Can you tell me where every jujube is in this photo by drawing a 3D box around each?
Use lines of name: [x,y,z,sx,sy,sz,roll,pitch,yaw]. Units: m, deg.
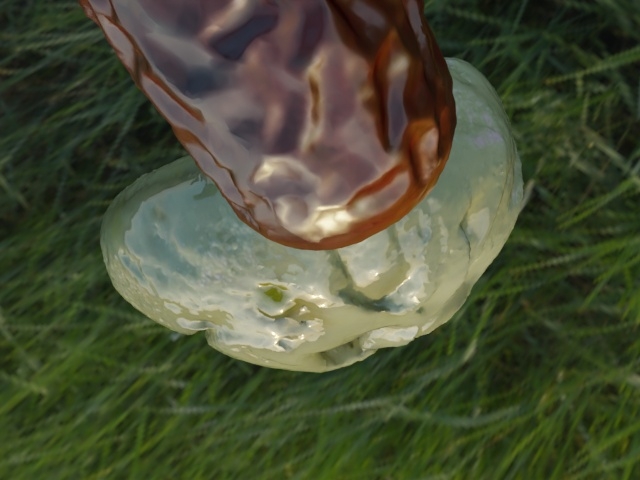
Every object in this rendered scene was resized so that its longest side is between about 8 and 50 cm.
jujube: [-0.022,-0.078,0.494,0.109,0.112,0.176,-13,116,30]

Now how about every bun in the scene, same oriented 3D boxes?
bun: [0.000,0.000,1.270,0.365,0.365,0.219,-26,84,35]
